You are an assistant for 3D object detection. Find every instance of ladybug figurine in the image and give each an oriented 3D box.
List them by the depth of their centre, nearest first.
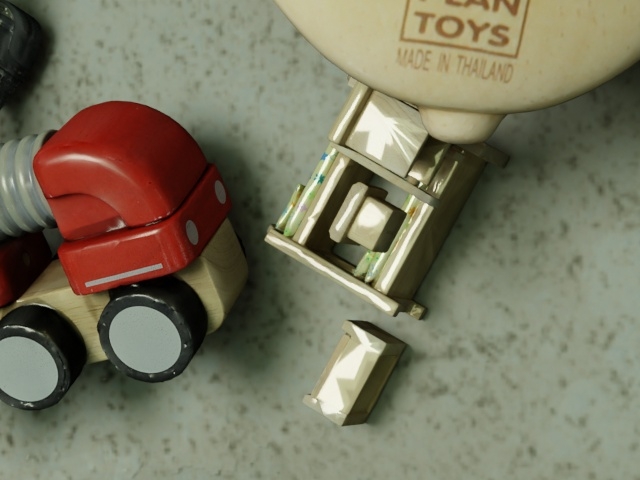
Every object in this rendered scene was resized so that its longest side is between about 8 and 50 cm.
[{"bbox_3d":[0.085,-0.270,0.807,0.305,0.162,0.449,9,88,-3],"label":"ladybug figurine"}]

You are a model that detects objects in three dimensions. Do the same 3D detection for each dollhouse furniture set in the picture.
[{"bbox_3d":[0.000,0.000,0.900,0.101,0.161,0.182,30,96,20],"label":"dollhouse furniture set"}]

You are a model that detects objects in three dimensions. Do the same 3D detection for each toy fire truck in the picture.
[{"bbox_3d":[-0.176,-0.044,0.958,0.217,0.158,0.246,-14,111,20],"label":"toy fire truck"}]

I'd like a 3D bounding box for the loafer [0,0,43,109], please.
[{"bbox_3d":[-0.287,-0.151,1.066,0.223,0.076,0.078,25,87,17],"label":"loafer"}]
